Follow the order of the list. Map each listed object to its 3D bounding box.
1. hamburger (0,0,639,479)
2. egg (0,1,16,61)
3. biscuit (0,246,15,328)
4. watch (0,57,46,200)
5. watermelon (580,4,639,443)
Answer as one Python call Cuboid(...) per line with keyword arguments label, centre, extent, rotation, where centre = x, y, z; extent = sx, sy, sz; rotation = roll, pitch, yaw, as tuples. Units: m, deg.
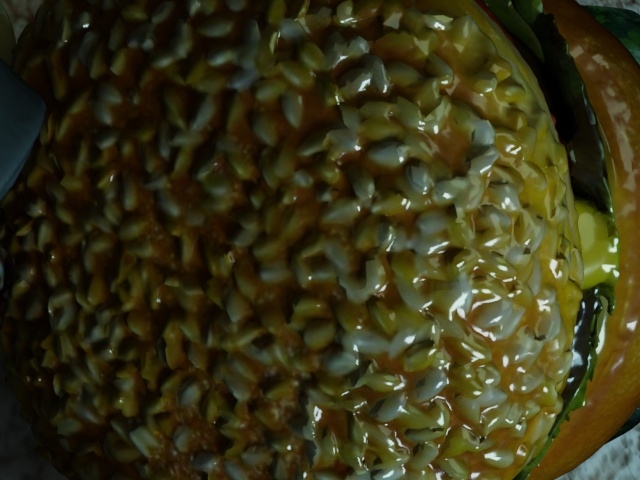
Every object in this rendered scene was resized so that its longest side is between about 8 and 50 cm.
Cuboid(label="hamburger", centre=(0.000, 0.000, 0.831), extent=(0.250, 0.330, 0.330), rotation=(-6, 77, -51))
Cuboid(label="egg", centre=(-0.191, -0.093, 0.874), extent=(0.071, 0.071, 0.083), rotation=(-18, 88, -48))
Cuboid(label="biscuit", centre=(-0.213, 0.107, 0.735), extent=(0.070, 0.106, 0.252), rotation=(36, 51, -38))
Cuboid(label="watch", centre=(-0.245, -0.003, 0.586), extent=(0.314, 0.335, 0.327), rotation=(49, 54, -18))
Cuboid(label="watermelon", centre=(0.169, -0.009, 1.162), extent=(0.224, 0.180, 0.305), rotation=(-8, 79, -2))
